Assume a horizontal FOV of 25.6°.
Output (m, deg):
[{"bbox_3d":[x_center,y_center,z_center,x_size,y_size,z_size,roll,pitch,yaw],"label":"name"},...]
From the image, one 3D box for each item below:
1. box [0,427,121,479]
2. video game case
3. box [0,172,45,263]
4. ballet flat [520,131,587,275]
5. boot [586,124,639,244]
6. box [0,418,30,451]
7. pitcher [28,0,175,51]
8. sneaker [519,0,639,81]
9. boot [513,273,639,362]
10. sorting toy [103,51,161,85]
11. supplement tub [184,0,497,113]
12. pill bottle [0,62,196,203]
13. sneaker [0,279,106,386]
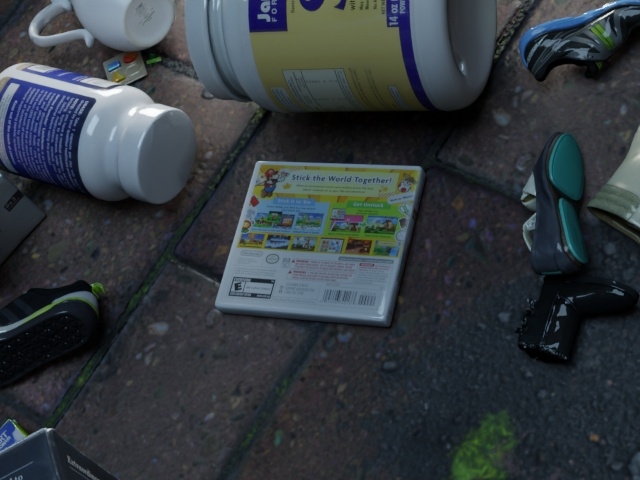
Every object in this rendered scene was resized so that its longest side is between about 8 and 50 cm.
[{"bbox_3d":[-0.244,0.439,1.403,0.212,0.293,0.395,-28,55,6],"label":"box"},{"bbox_3d":[0.000,0.000,1.707,0.227,0.026,0.206,3,64,25],"label":"video game case"},{"bbox_3d":[-0.503,-0.035,1.882,0.182,0.119,0.181,35,81,34],"label":"box"},{"bbox_3d":[0.258,-0.039,1.586,0.074,0.074,0.203,-11,46,17],"label":"ballet flat"},{"bbox_3d":[0.414,-0.055,1.531,0.213,0.077,0.165,27,75,37],"label":"boot"},{"bbox_3d":[-0.363,0.298,1.685,0.109,0.042,0.178,-47,57,-7],"label":"box"},{"bbox_3d":[-0.308,-0.320,1.961,0.207,0.125,0.177,33,83,43],"label":"pitcher"},{"bbox_3d":[0.334,-0.237,1.682,0.188,0.067,0.078,-17,79,12],"label":"sneaker"},{"bbox_3d":[0.276,0.087,1.530,0.121,0.045,0.099,11,65,35],"label":"boot"},{"bbox_3d":[-0.262,-0.247,1.961,0.083,0.012,0.062,-26,56,8],"label":"sorting toy"},{"bbox_3d":[0.028,-0.275,1.716,0.331,0.241,0.241,1,63,23],"label":"supplement tub"},{"bbox_3d":[-0.302,-0.136,1.831,0.265,0.153,0.153,16,70,30],"label":"pill bottle"},{"bbox_3d":[-0.376,0.114,1.786,0.235,0.084,0.097,-18,33,12],"label":"sneaker"}]
